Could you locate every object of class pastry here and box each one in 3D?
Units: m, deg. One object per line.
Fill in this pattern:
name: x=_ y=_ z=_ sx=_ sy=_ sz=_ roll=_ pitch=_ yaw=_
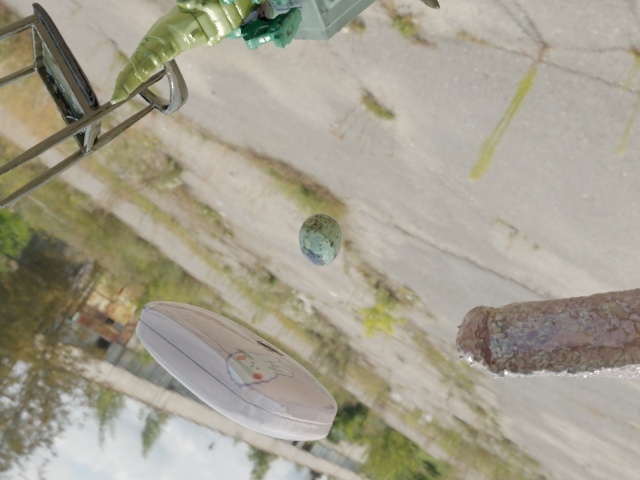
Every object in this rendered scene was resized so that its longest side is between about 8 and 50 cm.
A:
pastry: x=0.300 y=0.117 z=0.954 sx=0.265 sy=0.103 sz=0.112 roll=-2 pitch=157 yaw=17

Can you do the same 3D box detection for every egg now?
egg: x=0.000 y=0.000 z=1.536 sx=0.085 sy=0.085 sz=0.110 roll=27 pitch=125 yaw=28

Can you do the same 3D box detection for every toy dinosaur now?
toy dinosaur: x=-0.082 y=-0.208 z=0.680 sx=0.153 sy=0.259 sz=0.094 roll=13 pitch=152 yaw=31

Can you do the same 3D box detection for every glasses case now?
glasses case: x=-0.097 y=0.129 z=0.838 sx=0.113 sy=0.075 sz=0.297 roll=21 pitch=-179 yaw=-39

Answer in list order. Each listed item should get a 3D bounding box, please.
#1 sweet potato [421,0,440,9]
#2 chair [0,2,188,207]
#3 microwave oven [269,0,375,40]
sweet potato: x=0.192 y=-0.503 z=1.568 sx=0.153 sy=0.038 sz=0.041 roll=58 pitch=152 yaw=22
chair: x=-0.324 y=-0.188 z=1.007 sx=0.166 sy=0.272 sz=0.188 roll=59 pitch=159 yaw=-1
microwave oven: x=-0.048 y=-0.320 z=0.895 sx=0.208 sy=0.122 sz=0.162 roll=17 pitch=142 yaw=44
